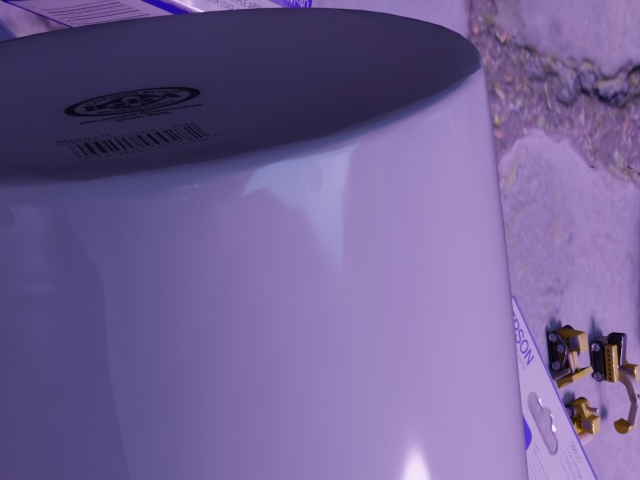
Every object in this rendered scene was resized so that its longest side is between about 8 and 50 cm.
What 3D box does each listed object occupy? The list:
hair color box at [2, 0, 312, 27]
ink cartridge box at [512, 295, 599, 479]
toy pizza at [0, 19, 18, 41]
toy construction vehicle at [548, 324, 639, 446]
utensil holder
[{"bbox_3d":[-0.080,-0.282,1.060,0.185,0.110,0.339,18,75,-48],"label":"hair color box"},{"bbox_3d":[0.112,0.180,1.340,0.208,0.045,0.206,-50,126,-37],"label":"ink cartridge box"},{"bbox_3d":[-0.207,-0.031,0.961,0.201,0.032,0.201,2,88,-52],"label":"toy pizza"},{"bbox_3d":[0.217,0.110,1.477,0.086,0.035,0.098,-15,101,-50],"label":"toy construction vehicle"},{"bbox_3d":[-0.060,0.112,0.878,0.327,0.327,0.386,-27,116,-48],"label":"utensil holder"}]
